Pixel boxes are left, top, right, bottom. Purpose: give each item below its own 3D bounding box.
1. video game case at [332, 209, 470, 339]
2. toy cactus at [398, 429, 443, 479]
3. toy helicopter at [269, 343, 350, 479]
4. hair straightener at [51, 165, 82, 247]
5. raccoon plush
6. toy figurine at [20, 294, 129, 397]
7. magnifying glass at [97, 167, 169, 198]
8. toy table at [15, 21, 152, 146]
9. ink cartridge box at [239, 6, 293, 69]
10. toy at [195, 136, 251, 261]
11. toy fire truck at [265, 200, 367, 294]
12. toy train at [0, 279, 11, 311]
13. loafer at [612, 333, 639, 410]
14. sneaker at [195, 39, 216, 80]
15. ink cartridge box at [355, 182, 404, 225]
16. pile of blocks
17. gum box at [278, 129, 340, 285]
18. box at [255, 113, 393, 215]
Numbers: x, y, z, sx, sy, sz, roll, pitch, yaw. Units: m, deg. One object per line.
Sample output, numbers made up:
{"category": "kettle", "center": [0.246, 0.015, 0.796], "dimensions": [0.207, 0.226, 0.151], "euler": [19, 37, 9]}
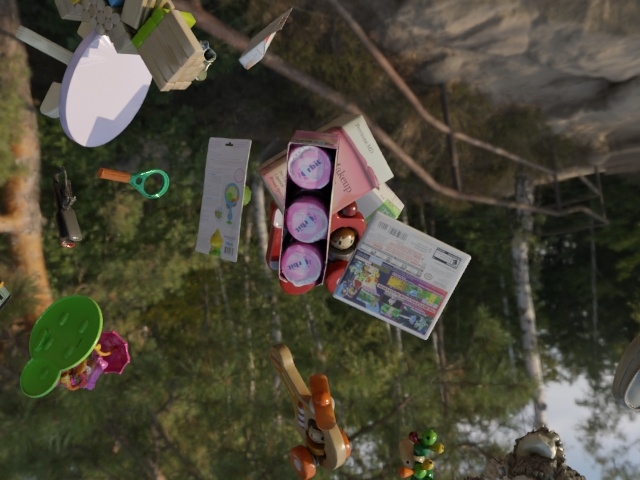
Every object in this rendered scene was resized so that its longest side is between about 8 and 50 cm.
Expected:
{"category": "video game case", "center": [0.152, 0.067, 1.101], "dimensions": [0.201, 0.183, 0.023], "euler": [26, -171, -5]}
{"category": "toy cactus", "center": [0.206, 0.496, 1.260], "dimensions": [0.112, 0.218, 0.180], "euler": [-10, -166, -10]}
{"category": "toy helicopter", "center": [-0.039, 0.414, 1.500], "dimensions": [0.140, 0.355, 0.235], "euler": [-18, 151, -27]}
{"category": "hair straightener", "center": [-0.672, -0.102, 1.563], "dimensions": [0.089, 0.230, 0.047], "euler": [-27, 158, 32]}
{"category": "raccoon plush", "center": [0.240, 0.408, 0.933], "dimensions": [0.299, 0.216, 0.446], "euler": [-45, -168, -7]}
{"category": "toy figurine", "center": [-0.396, 0.201, 0.988], "dimensions": [0.130, 0.173, 0.159], "euler": [13, 156, 23]}
{"category": "magnifying glass", "center": [-0.540, -0.177, 1.699], "dimensions": [0.026, 0.092, 0.231], "euler": [30, -167, 32]}
{"category": "toy table", "center": [-0.476, -0.347, 1.203], "dimensions": [0.161, 0.274, 0.252], "euler": [29, 171, 29]}
{"category": "ink cartridge box", "center": [-0.151, -0.601, 1.736], "dimensions": [0.179, 0.045, 0.145], "euler": [-22, -145, 34]}
{"category": "toy", "center": [-0.182, -0.083, 1.176], "dimensions": [0.137, 0.237, 0.056], "euler": [12, -177, 43]}
{"category": "toy fire truck", "center": [0.000, 0.000, 1.585], "dimensions": [0.302, 0.253, 0.169], "euler": [0, -143, -17]}
{"category": "toy train", "center": [-0.904, 0.179, 1.407], "dimensions": [0.142, 0.190, 0.334], "euler": [-15, -146, 20]}
{"category": "loafer", "center": [0.693, 0.209, 1.135], "dimensions": [0.112, 0.319, 0.111], "euler": [23, -164, -15]}
{"category": "sneaker", "center": [-0.363, -0.558, 1.811], "dimensions": [0.086, 0.064, 0.192], "euler": [-7, 166, 2]}
{"category": "ink cartridge box", "center": [0.124, -0.158, 1.833], "dimensions": [0.115, 0.273, 0.198], "euler": [-41, -179, 20]}
{"category": "pile of blocks", "center": [-0.325, -0.406, 1.046], "dimensions": [0.362, 0.149, 0.113], "euler": [36, -153, 15]}
{"category": "gum box", "center": [-0.015, -0.042, 0.767], "dimensions": [0.062, 0.188, 0.107], "euler": [6, -161, 1]}
{"category": "box", "center": [0.005, -0.140, 1.201], "dimensions": [0.232, 0.148, 0.127], "euler": [-32, -163, -4]}
